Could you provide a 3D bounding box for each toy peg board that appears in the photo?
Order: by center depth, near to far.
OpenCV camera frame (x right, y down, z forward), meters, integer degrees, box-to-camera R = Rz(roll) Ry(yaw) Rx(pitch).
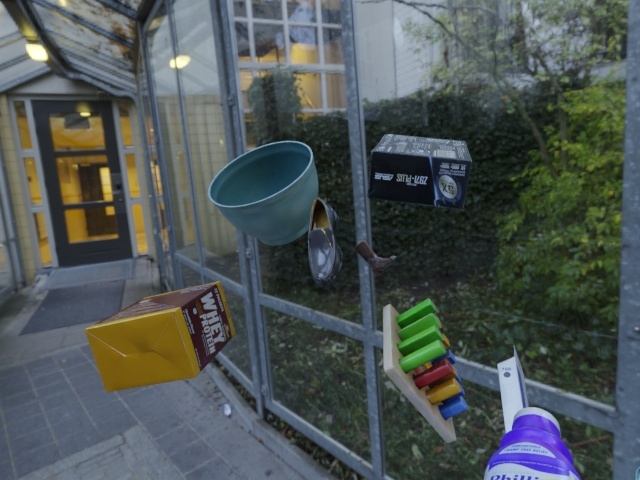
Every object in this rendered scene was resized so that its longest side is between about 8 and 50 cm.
[{"bbox_3d":[0.175,0.183,0.639,0.079,0.160,0.161,-35,15,21],"label":"toy peg board"}]

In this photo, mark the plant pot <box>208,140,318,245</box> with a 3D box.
[{"bbox_3d":[-0.128,-0.112,1.148,0.293,0.196,0.293,-14,39,12],"label":"plant pot"}]

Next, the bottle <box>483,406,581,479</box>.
[{"bbox_3d":[0.274,0.326,0.536,0.118,0.092,0.283,-12,9,32],"label":"bottle"}]

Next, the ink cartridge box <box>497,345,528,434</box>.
[{"bbox_3d":[0.603,0.507,1.283,0.065,0.165,0.332,-14,32,27],"label":"ink cartridge box"}]

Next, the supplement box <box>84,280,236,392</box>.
[{"bbox_3d":[-0.306,0.184,0.836,0.191,0.129,0.194,-13,8,12],"label":"supplement box"}]

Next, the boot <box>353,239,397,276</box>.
[{"bbox_3d":[0.150,0.034,1.174,0.037,0.114,0.106,-23,-18,-43],"label":"boot"}]

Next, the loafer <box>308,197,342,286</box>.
[{"bbox_3d":[0.000,0.000,0.725,0.062,0.061,0.170,-17,48,15],"label":"loafer"}]

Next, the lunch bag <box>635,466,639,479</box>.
[{"bbox_3d":[0.842,0.666,0.924,0.160,0.223,0.262,-44,4,25],"label":"lunch bag"}]

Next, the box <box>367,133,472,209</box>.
[{"bbox_3d":[0.166,-0.122,0.697,0.147,0.077,0.180,8,24,12],"label":"box"}]
